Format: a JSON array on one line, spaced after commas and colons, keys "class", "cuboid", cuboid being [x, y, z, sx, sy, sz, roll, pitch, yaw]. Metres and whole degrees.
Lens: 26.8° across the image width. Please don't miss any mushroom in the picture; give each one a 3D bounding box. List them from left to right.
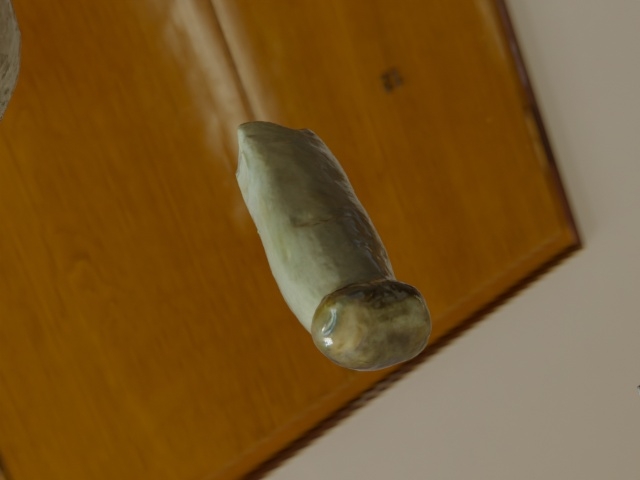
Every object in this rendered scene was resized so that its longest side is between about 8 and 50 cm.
[{"class": "mushroom", "cuboid": [0.000, 0.000, 1.110, 0.100, 0.081, 0.312, 11, -152, -26]}]

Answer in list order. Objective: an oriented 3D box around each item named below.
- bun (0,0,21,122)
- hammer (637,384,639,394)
[{"class": "bun", "cuboid": [-0.347, -0.123, 0.917, 0.281, 0.281, 0.205, -9, -130, 37]}, {"class": "hammer", "cuboid": [0.453, 0.249, 1.742, 0.029, 0.103, 0.246, -16, 161, 17]}]
